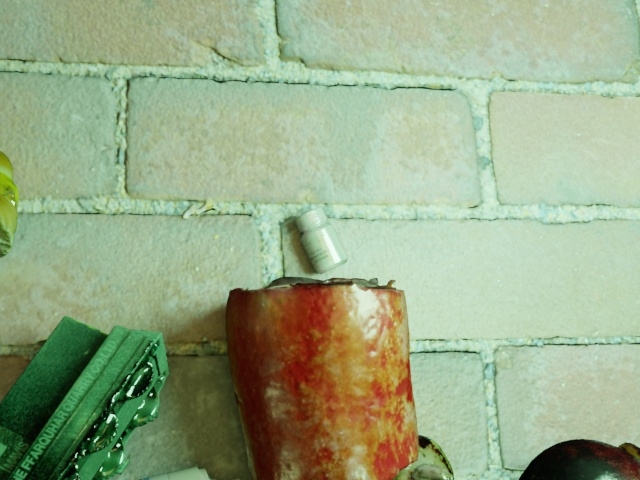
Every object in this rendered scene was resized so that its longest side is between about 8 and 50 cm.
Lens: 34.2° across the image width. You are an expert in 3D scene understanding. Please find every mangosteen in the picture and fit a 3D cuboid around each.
[{"bbox_3d":[0.389,0.385,1.461,0.265,0.228,0.228,-17,84,-55],"label":"mangosteen"}]

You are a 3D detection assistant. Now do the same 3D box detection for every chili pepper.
[{"bbox_3d":[0.008,0.194,1.394,0.251,0.229,0.305,-10,92,10],"label":"chili pepper"}]

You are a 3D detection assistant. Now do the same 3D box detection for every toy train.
[{"bbox_3d":[-0.329,0.233,1.316,0.178,0.138,0.330,22,57,14],"label":"toy train"}]

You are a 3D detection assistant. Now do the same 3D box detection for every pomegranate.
[{"bbox_3d":[0.133,0.340,1.429,0.138,0.163,0.125,-40,125,-28],"label":"pomegranate"}]

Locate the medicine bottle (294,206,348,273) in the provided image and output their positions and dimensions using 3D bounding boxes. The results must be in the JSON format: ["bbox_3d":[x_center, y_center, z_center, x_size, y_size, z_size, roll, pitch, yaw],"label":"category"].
[{"bbox_3d":[0.000,0.000,1.500,0.052,0.052,0.089,-24,88,-15],"label":"medicine bottle"}]

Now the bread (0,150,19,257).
[{"bbox_3d":[-0.545,-0.063,1.292,0.333,0.160,0.333,17,55,-25],"label":"bread"}]

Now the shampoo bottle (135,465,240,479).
[{"bbox_3d":[-0.248,0.363,1.373,0.303,0.092,0.092,-12,84,-15],"label":"shampoo bottle"}]
